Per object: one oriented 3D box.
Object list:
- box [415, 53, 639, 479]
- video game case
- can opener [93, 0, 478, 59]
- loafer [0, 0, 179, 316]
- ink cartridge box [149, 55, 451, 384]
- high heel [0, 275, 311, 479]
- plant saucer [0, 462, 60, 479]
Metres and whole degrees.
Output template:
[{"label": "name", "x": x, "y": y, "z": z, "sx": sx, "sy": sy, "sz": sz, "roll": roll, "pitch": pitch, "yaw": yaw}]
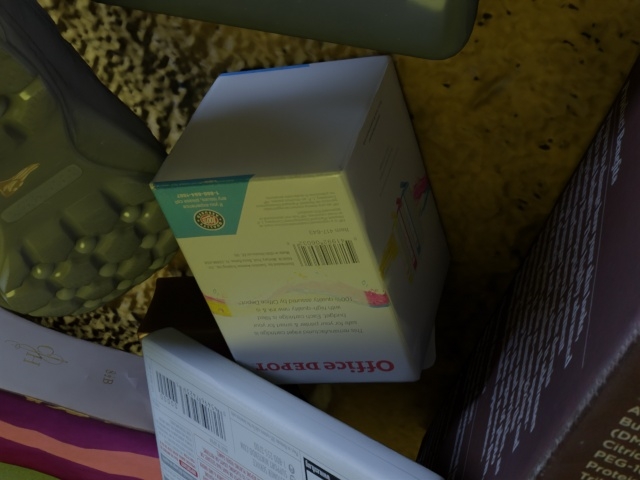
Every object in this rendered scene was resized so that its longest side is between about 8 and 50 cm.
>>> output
[{"label": "box", "x": 0.144, "y": 0.074, "z": 0.489, "sx": 0.143, "sy": 0.191, "sz": 0.381, "roll": 20, "pitch": 135, "yaw": 2}, {"label": "video game case", "x": -0.013, "y": 0.158, "z": 0.535, "sx": 0.212, "sy": 0.023, "sz": 0.193, "roll": 20, "pitch": 121, "yaw": 50}, {"label": "can opener", "x": -0.070, "y": -0.136, "z": 0.457, "sx": 0.280, "sy": 0.074, "sz": 0.093, "roll": 15, "pitch": 133, "yaw": 7}, {"label": "loafer", "x": -0.140, "y": -0.053, "z": 0.492, "sx": 0.111, "sy": 0.112, "sz": 0.319, "roll": 56, "pitch": 175, "yaw": 21}, {"label": "ink cartridge box", "x": 0.000, "y": 0.000, "z": 0.542, "sx": 0.092, "sy": 0.090, "sz": 0.143, "roll": -3, "pitch": 130, "yaw": 23}, {"label": "high heel", "x": -0.188, "y": 0.116, "z": 0.684, "sx": 0.377, "sy": 0.127, "sz": 0.181, "roll": 1, "pitch": 120, "yaw": 15}, {"label": "plant saucer", "x": -0.195, "y": 0.221, "z": 0.746, "sx": 0.241, "sy": 0.241, "sz": 0.037, "roll": 21, "pitch": 166, "yaw": 1}]
